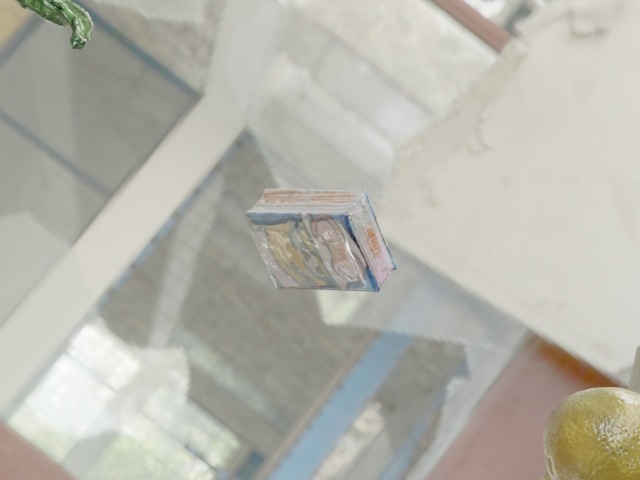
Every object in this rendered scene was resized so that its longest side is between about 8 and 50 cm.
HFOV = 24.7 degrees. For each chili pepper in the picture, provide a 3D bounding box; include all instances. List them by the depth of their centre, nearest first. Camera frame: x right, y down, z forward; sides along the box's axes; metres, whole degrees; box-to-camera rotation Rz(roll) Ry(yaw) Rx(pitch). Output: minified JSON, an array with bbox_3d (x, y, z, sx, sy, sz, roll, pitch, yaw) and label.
[{"bbox_3d":[-0.263,-0.225,1.442,0.055,0.118,0.035,-28,-24,-51],"label":"chili pepper"}]

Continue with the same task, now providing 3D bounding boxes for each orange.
[{"bbox_3d":[0.202,0.142,1.016,0.095,0.085,0.085,-8,-12,-11],"label":"orange"}]

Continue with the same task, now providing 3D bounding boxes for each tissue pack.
[{"bbox_3d":[0.000,0.000,1.716,0.155,0.115,0.065,1,38,36],"label":"tissue pack"}]

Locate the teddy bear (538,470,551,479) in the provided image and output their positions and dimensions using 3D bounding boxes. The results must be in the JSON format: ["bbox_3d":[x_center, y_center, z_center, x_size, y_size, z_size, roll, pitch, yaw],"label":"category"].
[{"bbox_3d":[0.285,0.336,1.500,0.267,0.256,0.156,-33,-42,12],"label":"teddy bear"}]

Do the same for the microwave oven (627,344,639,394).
[{"bbox_3d":[0.439,0.184,1.638,0.194,0.145,0.240,-5,23,21],"label":"microwave oven"}]
